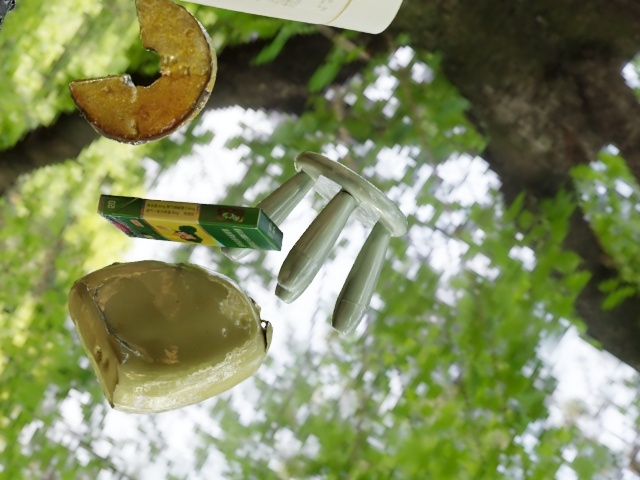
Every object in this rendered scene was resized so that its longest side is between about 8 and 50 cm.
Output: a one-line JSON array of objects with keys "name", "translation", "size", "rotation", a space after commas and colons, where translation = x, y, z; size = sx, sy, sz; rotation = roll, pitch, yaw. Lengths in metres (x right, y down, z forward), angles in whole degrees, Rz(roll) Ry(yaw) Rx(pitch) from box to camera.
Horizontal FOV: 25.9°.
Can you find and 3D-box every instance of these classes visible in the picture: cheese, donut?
[{"name": "cheese", "translation": [-0.217, 0.137, 2.129], "size": [0.260, 0.315, 0.128], "rotation": [63, -37, 23]}, {"name": "donut", "translation": [-0.194, -0.191, 1.642], "size": [0.181, 0.146, 0.078], "rotation": [-50, 173, 10]}]

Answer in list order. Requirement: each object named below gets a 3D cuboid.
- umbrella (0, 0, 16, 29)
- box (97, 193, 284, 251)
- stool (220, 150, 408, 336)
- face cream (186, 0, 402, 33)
[{"name": "umbrella", "translation": [-0.437, -0.354, 1.839], "size": [0.118, 0.118, 0.340], "rotation": [-42, -139, 36]}, {"name": "box", "translation": [-0.180, -0.024, 1.950], "size": [0.132, 0.235, 0.034], "rotation": [47, 50, -70]}, {"name": "stool", "translation": [0.000, 0.000, 2.034], "size": [0.195, 0.195, 0.199], "rotation": [23, -104, 45]}, {"name": "face cream", "translation": [-0.031, -0.322, 1.495], "size": [0.081, 0.348, 0.174], "rotation": [40, -63, 39]}]
